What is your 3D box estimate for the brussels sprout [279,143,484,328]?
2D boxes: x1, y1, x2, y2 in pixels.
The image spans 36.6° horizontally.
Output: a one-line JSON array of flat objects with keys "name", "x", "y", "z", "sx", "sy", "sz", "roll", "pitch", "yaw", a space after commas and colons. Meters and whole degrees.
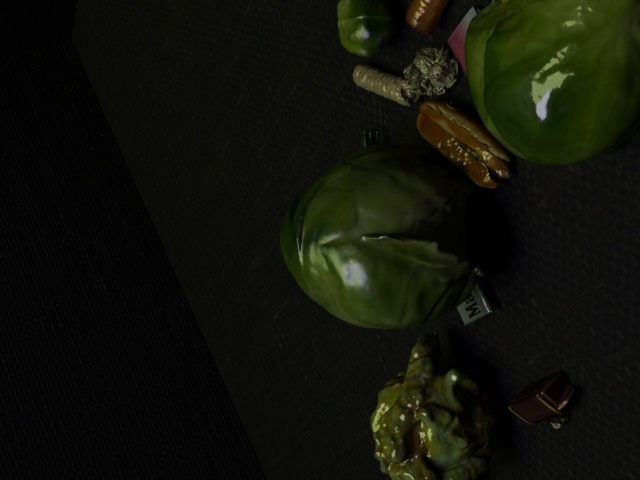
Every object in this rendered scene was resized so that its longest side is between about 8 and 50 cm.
[{"name": "brussels sprout", "x": 0.103, "y": -0.012, "z": 1.966, "sx": 0.425, "sy": 0.361, "sz": 0.342, "roll": -116, "pitch": 32, "yaw": -61}]

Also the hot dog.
[{"name": "hot dog", "x": 0.284, "y": -0.202, "z": 1.927, "sx": 0.269, "sy": 0.072, "sz": 0.109, "roll": 49, "pitch": 143, "yaw": 34}]

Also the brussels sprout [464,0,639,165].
[{"name": "brussels sprout", "x": 0.392, "y": -0.270, "z": 1.484, "sx": 0.371, "sy": 0.276, "sz": 0.315, "roll": -39, "pitch": 58, "yaw": 54}]

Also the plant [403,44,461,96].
[{"name": "plant", "x": 0.227, "y": -0.355, "z": 1.962, "sx": 0.116, "sy": 0.104, "sz": 0.122, "roll": -27, "pitch": 43, "yaw": 28}]

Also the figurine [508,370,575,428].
[{"name": "figurine", "x": 0.458, "y": 0.327, "z": 1.928, "sx": 0.098, "sy": 0.082, "sz": 0.154, "roll": 55, "pitch": 150, "yaw": 4}]

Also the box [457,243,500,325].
[{"name": "box", "x": 0.311, "y": 0.088, "z": 2.089, "sx": 0.177, "sy": 0.036, "sz": 0.115, "roll": 65, "pitch": 153, "yaw": 11}]

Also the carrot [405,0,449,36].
[{"name": "carrot", "x": 0.227, "y": -0.494, "z": 1.866, "sx": 0.072, "sy": 0.072, "sz": 0.205, "roll": 57, "pitch": 144, "yaw": 27}]

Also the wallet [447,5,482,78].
[{"name": "wallet", "x": 0.321, "y": -0.317, "z": 1.837, "sx": 0.232, "sy": 0.025, "sz": 0.119, "roll": 64, "pitch": 151, "yaw": 14}]

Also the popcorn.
[{"name": "popcorn", "x": 0.255, "y": 0.396, "z": 2.122, "sx": 0.279, "sy": 0.335, "sz": 0.274, "roll": 34, "pitch": 150, "yaw": 7}]

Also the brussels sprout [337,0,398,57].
[{"name": "brussels sprout", "x": 0.101, "y": -0.460, "z": 2.061, "sx": 0.155, "sy": 0.117, "sz": 0.155, "roll": 180, "pitch": 90, "yaw": -76}]

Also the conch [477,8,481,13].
[{"name": "conch", "x": 0.343, "y": -0.366, "z": 1.742, "sx": 0.180, "sy": 0.088, "sz": 0.065, "roll": 51, "pitch": -169, "yaw": 23}]

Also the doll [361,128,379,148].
[{"name": "doll", "x": 0.101, "y": -0.158, "z": 2.254, "sx": 0.186, "sy": 0.106, "sz": 0.134, "roll": -46, "pitch": 59, "yaw": 60}]

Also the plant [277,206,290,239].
[{"name": "plant", "x": -0.002, "y": 0.000, "z": 2.496, "sx": 0.274, "sy": 0.146, "sz": 0.149, "roll": 30, "pitch": 129, "yaw": 52}]

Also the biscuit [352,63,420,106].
[{"name": "biscuit", "x": 0.140, "y": -0.346, "z": 2.123, "sx": 0.219, "sy": 0.055, "sz": 0.061, "roll": 35, "pitch": 125, "yaw": 50}]
